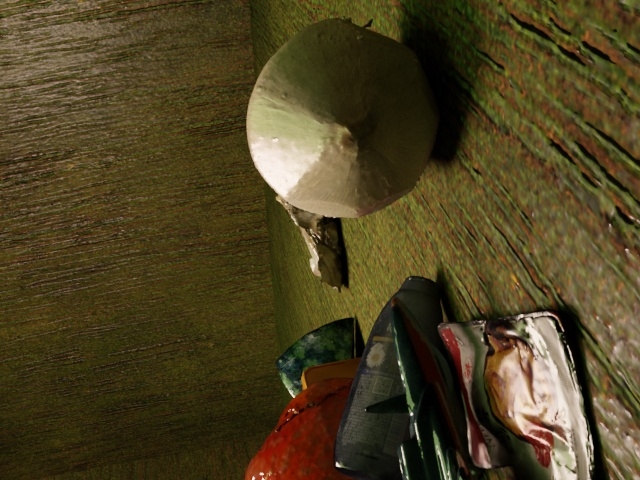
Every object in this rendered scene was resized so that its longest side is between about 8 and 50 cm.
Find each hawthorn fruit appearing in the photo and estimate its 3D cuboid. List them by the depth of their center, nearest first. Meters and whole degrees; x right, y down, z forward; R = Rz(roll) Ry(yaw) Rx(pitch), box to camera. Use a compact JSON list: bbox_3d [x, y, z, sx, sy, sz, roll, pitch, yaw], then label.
[{"bbox_3d":[0.051,0.332,0.865,0.307,0.276,0.276,42,141,54],"label":"hawthorn fruit"}]

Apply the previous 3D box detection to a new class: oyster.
[{"bbox_3d":[0.000,-0.007,1.402,0.232,0.107,0.161,65,168,-9],"label":"oyster"}]

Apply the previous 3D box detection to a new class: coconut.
[{"bbox_3d":[0.026,-0.130,0.755,0.234,0.224,0.224,-155,58,-80],"label":"coconut"}]

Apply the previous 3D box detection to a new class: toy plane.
[{"bbox_3d":[0.108,0.209,0.645,0.223,0.104,0.326,89,160,-68],"label":"toy plane"}]

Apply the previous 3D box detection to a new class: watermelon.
[{"bbox_3d":[0.044,0.266,1.325,0.136,0.202,0.207,-41,61,33],"label":"watermelon"}]

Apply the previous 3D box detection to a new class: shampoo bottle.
[{"bbox_3d":[0.083,0.149,0.770,0.049,0.087,0.233,61,-137,-54],"label":"shampoo bottle"}]

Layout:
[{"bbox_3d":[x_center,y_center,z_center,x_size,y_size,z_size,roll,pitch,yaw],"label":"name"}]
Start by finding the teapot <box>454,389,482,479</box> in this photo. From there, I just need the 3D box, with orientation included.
[{"bbox_3d":[0.106,0.192,0.809,0.077,0.107,0.200,99,162,-44],"label":"teapot"}]

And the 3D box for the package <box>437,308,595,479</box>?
[{"bbox_3d":[0.168,0.144,0.622,0.239,0.030,0.154,135,125,-78],"label":"package"}]

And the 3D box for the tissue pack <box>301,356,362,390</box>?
[{"bbox_3d":[0.057,0.367,1.159,0.194,0.145,0.274,-121,24,-64],"label":"tissue pack"}]
